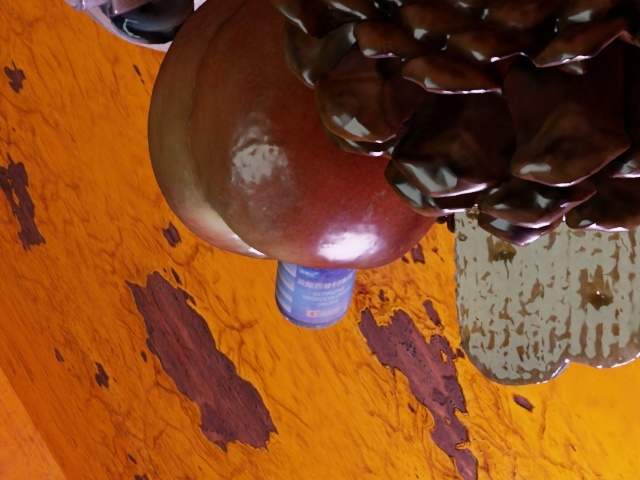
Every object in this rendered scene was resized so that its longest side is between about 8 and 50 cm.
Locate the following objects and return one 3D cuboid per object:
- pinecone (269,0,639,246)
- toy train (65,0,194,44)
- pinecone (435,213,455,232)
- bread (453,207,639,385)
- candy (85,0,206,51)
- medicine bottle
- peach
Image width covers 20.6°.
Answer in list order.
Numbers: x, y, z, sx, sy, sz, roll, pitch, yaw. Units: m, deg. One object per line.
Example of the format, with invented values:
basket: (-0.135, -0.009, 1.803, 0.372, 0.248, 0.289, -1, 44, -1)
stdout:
pinecone: (0.156, -0.162, 1.121, 0.384, 0.384, 0.384, 40, 147, 33)
toy train: (-0.099, -0.284, 1.437, 0.202, 0.300, 0.131, 51, 154, 34)
pinecone: (0.135, -0.062, 1.481, 0.102, 0.102, 0.109, 37, 122, 37)
bread: (0.199, -0.011, 1.384, 0.207, 0.056, 0.286, 11, 115, 23)
candy: (-0.181, -0.306, 1.672, 0.295, 0.185, 0.295, 34, 138, 38)
medicine bottle: (0.000, 0.000, 1.775, 0.083, 0.083, 0.203, 44, 149, 28)
peach: (-0.008, -0.095, 1.343, 0.252, 0.252, 0.252, 40, 147, 33)
